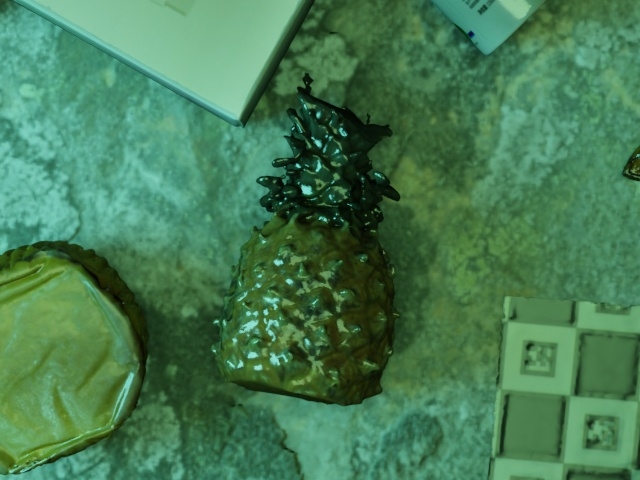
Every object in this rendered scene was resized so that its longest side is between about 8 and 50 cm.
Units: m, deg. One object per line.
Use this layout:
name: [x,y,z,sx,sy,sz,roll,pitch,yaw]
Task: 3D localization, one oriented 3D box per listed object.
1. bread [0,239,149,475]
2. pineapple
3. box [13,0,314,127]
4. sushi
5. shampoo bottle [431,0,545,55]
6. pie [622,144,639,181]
bread: [-0.243,0.095,1.212,0.199,0.104,0.199,0,96,-1]
pineapple: [0.000,0.000,1.208,0.158,0.158,0.278,10,79,-2]
box: [-0.126,-0.244,1.207,0.252,0.106,0.203,30,89,-3]
sushi: [0.320,0.239,1.249,0.343,0.064,0.359,5,91,-2]
shampoo bottle: [0.068,-0.295,1.215,0.303,0.092,0.092,44,90,-2]
pie: [0.349,-0.126,1.257,0.088,0.033,0.191,25,90,-6]
